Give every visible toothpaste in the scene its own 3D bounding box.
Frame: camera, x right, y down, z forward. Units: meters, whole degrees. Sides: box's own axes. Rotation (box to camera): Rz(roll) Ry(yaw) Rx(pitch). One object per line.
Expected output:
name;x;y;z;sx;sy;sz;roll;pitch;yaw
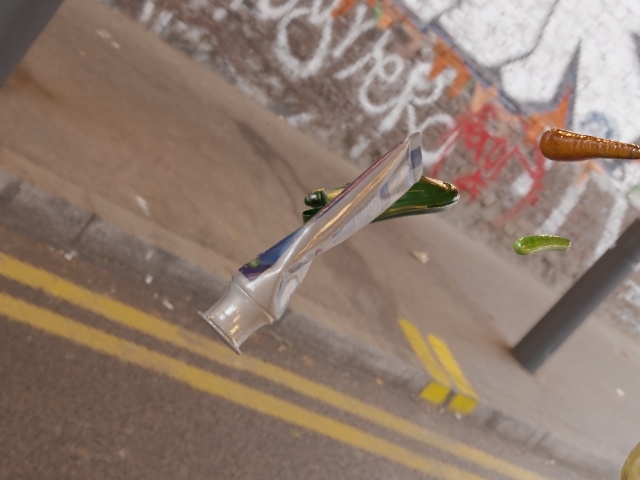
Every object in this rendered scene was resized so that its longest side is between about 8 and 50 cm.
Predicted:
toothpaste;0.000;0.000;0.997;0.061;0.266;0.096;44;-12;20

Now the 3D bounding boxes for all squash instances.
squash;0.302;0.005;1.422;0.089;0.027;0.027;-6;37;-24

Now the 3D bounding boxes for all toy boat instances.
toy boat;0.079;-0.052;1.366;0.210;0.052;0.104;-9;24;-8

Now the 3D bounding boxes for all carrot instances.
carrot;0.472;-0.160;1.843;0.061;0.061;0.256;33;-5;-29

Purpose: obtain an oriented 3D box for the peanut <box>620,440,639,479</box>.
peanut;0.443;0.287;1.293;0.109;0.159;0.140;17;-45;51
